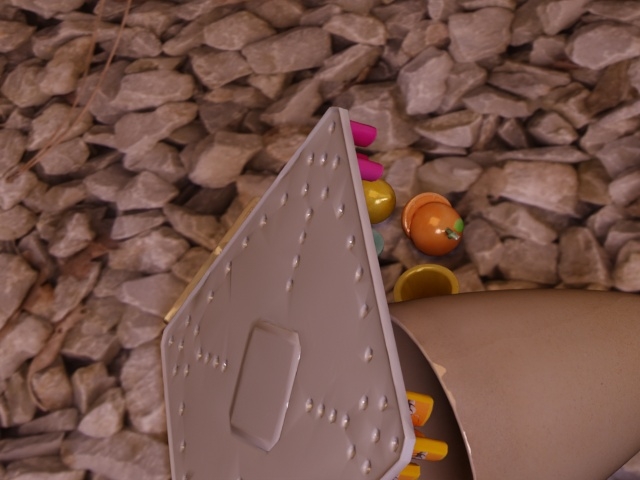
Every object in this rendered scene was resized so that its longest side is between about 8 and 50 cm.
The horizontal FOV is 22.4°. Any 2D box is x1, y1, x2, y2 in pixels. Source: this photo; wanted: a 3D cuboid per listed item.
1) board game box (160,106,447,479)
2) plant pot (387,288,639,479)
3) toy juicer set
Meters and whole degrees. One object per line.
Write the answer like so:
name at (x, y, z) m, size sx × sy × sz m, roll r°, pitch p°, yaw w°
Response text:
board game box at (-0.033, 0.138, 1.509) m, size 0.050 × 0.390 × 0.390 m, roll 14°, pitch 45°, yaw -27°
plant pot at (0.198, 0.149, 1.520) m, size 0.274 × 0.256 × 0.256 m, roll -16°, pitch 48°, yaw -22°
toy juicer set at (0.000, 0.000, 1.757) m, size 0.329 × 0.089 × 0.209 m, roll 2°, pitch 53°, yaw 15°
